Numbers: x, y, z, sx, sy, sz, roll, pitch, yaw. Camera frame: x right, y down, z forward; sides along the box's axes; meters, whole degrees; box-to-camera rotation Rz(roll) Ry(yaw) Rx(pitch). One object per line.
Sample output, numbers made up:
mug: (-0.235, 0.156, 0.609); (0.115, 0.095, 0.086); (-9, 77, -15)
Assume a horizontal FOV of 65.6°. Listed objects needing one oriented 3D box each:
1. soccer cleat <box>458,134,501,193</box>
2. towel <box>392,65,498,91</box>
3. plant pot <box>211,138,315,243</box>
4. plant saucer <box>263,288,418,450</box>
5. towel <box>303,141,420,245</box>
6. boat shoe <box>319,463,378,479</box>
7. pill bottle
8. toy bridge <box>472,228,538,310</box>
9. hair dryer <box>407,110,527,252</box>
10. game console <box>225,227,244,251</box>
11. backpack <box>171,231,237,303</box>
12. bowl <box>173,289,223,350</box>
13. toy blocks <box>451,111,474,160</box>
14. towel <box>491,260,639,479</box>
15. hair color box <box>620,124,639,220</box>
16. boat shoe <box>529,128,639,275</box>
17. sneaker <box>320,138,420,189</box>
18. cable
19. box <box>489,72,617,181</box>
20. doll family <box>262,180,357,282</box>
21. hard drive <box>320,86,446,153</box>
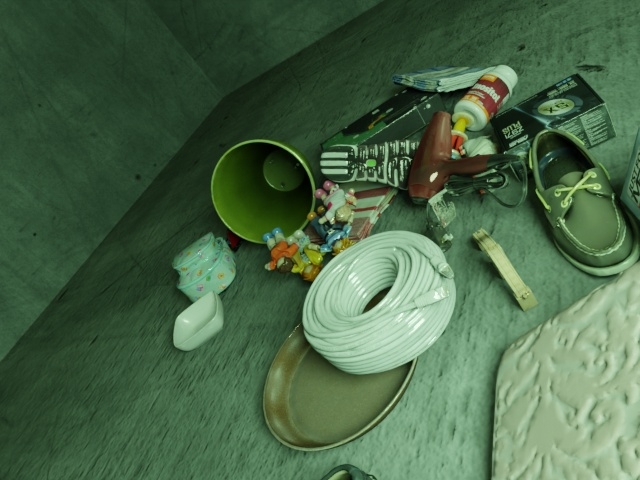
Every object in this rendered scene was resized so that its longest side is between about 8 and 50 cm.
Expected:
soccer cleat: (0.332, -0.162, 1.004); (0.076, 0.068, 0.196); (-25, 29, 20)
towel: (0.340, -0.446, 1.344); (0.209, 0.034, 0.285); (-16, 25, -12)
plant pot: (-0.127, -0.168, 1.403); (0.274, 0.275, 0.293); (-30, 13, 18)
plant saucer: (0.038, 0.213, 0.838); (0.310, 0.050, 0.311); (-30, 29, 19)
towel: (0.102, -0.112, 1.242); (0.237, 0.037, 0.329); (-3, 44, 51)
boat shoe: (-0.040, 0.405, 0.611); (0.302, 0.091, 0.114); (-47, 29, -13)
pill bottle: (0.388, -0.334, 1.157); (0.152, 0.086, 0.086); (-48, 29, -14)
toy bridge: (0.283, 0.033, 0.784); (0.026, 0.063, 0.188); (-33, 28, 13)
hair dryer: (0.265, -0.133, 0.951); (0.223, 0.080, 0.294); (-39, 49, 30)
game console: (-0.265, -0.040, 1.528); (0.124, 0.085, 0.144); (-11, 39, 42)
backpack: (-0.318, 0.079, 1.366); (0.165, 0.144, 0.188); (-31, 32, 5)
bowl: (-0.298, 0.208, 1.248); (0.142, 0.053, 0.142); (-38, 27, 5)
toy blocks: (0.281, -0.212, 1.145); (0.123, 0.054, 0.148); (-6, 57, 60)
towel: (0.272, 0.171, 0.452); (0.332, 0.053, 0.317); (-57, 9, 50)
hair color box: (0.477, 0.002, 0.474); (0.185, 0.114, 0.375); (-5, 36, 6)
boat shoe: (0.392, -0.071, 0.768); (0.109, 0.091, 0.305); (-26, 31, 24)
sneaker: (0.148, -0.179, 1.134); (0.281, 0.107, 0.162); (7, 11, 9)
cable: (0.090, 0.092, 0.807); (0.257, 0.089, 0.257); (-35, 28, 11)
box: (0.432, -0.215, 0.942); (0.180, 0.078, 0.147); (-26, 32, 24)
doll family: (0.000, 0.000, 1.099); (0.263, 0.118, 0.163); (-42, 37, 9)
hard drive: (0.162, -0.309, 1.384); (0.338, 0.064, 0.237); (-31, 23, 8)
